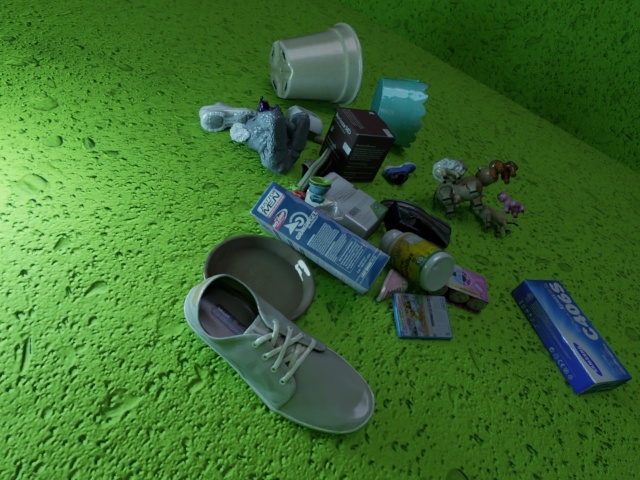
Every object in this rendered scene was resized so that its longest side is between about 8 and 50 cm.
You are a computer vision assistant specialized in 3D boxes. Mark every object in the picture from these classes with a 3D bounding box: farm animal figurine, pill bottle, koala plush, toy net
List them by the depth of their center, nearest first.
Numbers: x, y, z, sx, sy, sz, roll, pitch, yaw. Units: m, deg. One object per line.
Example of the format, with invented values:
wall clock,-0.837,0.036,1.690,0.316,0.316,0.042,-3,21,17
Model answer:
toy net,-0.004,-0.120,1.129,0.122,0.045,0.232,4,25,-22
pill bottle,0.266,0.047,1.190,0.117,0.118,0.208,-6,28,-32
koala plush,-0.180,-0.343,1.384,0.221,0.203,0.196,26,27,33
farm animal figurine,0.580,-0.179,1.547,0.326,0.330,0.172,-2,44,11

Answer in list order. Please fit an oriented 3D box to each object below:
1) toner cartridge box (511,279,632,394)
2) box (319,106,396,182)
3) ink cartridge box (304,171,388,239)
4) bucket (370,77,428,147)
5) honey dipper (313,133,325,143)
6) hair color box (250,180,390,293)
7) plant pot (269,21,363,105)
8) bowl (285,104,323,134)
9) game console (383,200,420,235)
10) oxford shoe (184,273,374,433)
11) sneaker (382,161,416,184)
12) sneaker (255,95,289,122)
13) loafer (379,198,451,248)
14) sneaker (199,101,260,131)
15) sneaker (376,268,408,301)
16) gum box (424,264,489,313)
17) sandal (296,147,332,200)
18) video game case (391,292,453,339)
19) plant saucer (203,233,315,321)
toner cartridge box,0.745,0.277,1.261,0.165,0.075,0.348,2,47,-24
box,0.125,-0.335,1.480,0.167,0.203,0.168,-4,49,-30
ink cartridge box,0.074,-0.096,1.291,0.219,0.093,0.160,36,43,13
bucket,0.313,-0.538,1.740,0.183,0.281,0.281,11,43,-5
honey dipper,0.053,-0.372,1.613,0.160,0.030,0.030,18,42,-12
hair color box,0.000,0.000,1.080,0.347,0.174,0.105,33,81,8
plant pot,-0.037,-0.723,1.743,0.305,0.334,0.334,-14,54,-23
bowl,-0.056,-0.468,1.602,0.142,0.053,0.142,17,24,-27
game console,0.251,-0.052,1.301,0.107,0.122,0.071,25,68,-2
oxford shoe,-0.084,0.223,0.827,0.449,0.130,0.169,36,57,4
sneaker,0.321,-0.254,1.603,0.152,0.058,0.085,-9,46,-28
sneaker,-0.148,-0.432,1.520,0.223,0.098,0.083,33,42,8
loafer,0.314,-0.055,1.375,0.267,0.096,0.084,22,47,-8
sneaker,-0.313,-0.444,1.460,0.232,0.090,0.115,-5,46,-32
sneaker,0.205,0.132,1.153,0.070,0.051,0.134,29,37,11
gum box,0.407,0.134,1.245,0.188,0.062,0.107,21,41,-5
sandal,-0.033,-0.220,1.355,0.086,0.120,0.303,20,40,14
video game case,0.273,0.204,1.118,0.166,0.015,0.119,7,62,-21
plant saucer,-0.147,0.096,1.021,0.277,0.041,0.278,14,43,-14
